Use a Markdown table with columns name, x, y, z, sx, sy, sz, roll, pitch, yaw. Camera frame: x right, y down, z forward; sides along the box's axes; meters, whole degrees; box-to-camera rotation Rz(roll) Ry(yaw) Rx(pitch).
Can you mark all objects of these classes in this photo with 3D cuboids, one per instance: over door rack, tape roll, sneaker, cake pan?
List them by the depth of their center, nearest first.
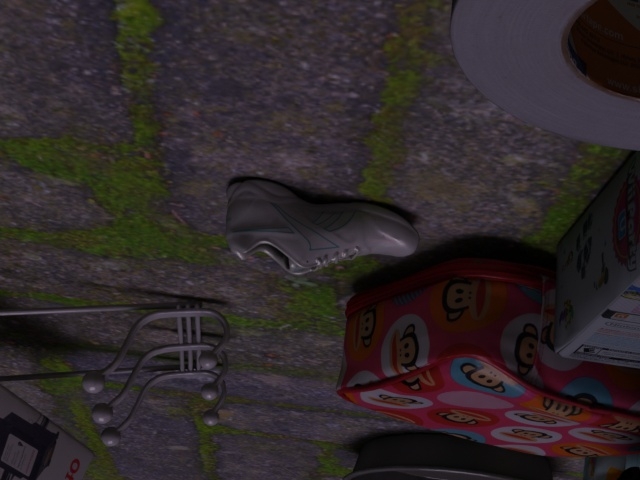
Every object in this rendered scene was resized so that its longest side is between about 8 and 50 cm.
| name | x | y | z | sx | sy | sz | roll | pitch | yaw |
| --- | --- | --- | --- | --- | --- | --- | --- | --- | --- |
| tape roll | 0.173 | -0.121 | 0.583 | 0.219 | 0.072 | 0.219 | 7 | 157 | 3 |
| sneaker | 0.000 | 0.000 | 0.943 | 0.152 | 0.061 | 0.054 | 10 | 156 | -11 |
| over door rack | -0.258 | 0.128 | 1.267 | 0.324 | 0.108 | 0.239 | 8 | 157 | -2 |
| cake pan | 0.176 | 0.314 | 1.655 | 0.293 | 0.054 | 0.293 | 6 | 158 | 2 |

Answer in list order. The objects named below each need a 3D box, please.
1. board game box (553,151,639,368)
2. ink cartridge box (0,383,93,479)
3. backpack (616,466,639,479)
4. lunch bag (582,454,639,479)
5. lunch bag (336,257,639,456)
| name | x | y | z | sx | sy | sz | roll | pitch | yaw |
| --- | --- | --- | --- | --- | --- | --- | --- | --- | --- |
| board game box | 0.305 | 0.009 | 0.828 | 0.224 | 0.097 | 0.303 | 8 | 159 | -4 |
| ink cartridge box | -0.360 | 0.235 | 1.262 | 0.100 | 0.172 | 0.237 | 8 | 153 | 33 |
| backpack | 0.450 | 0.212 | 0.973 | 0.355 | 0.273 | 0.290 | -33 | 171 | -10 |
| lunch bag | 0.394 | 0.240 | 1.279 | 0.223 | 0.160 | 0.262 | 6 | 163 | 4 |
| lunch bag | 0.167 | 0.118 | 1.098 | 0.293 | 0.120 | 0.258 | 19 | 155 | -28 |
